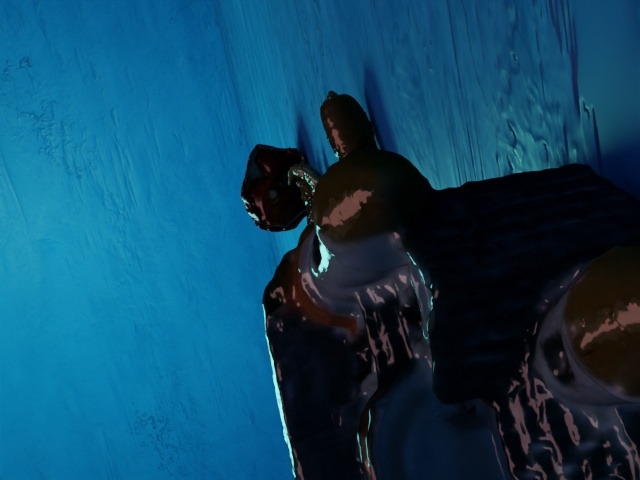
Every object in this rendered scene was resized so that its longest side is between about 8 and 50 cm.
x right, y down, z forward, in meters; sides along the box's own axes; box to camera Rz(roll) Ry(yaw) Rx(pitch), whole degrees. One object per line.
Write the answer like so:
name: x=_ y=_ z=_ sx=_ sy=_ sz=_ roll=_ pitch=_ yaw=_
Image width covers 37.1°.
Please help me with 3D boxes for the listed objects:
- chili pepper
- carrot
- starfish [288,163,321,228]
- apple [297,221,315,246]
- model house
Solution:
chili pepper: x=-0.071 y=-0.086 z=1.668 sx=0.144 sy=0.136 sz=0.252 roll=48 pitch=180 yaw=3
carrot: x=0.057 y=-0.042 z=0.957 sx=0.049 sy=0.049 sz=0.254 roll=94 pitch=156 yaw=-70
starfish: x=0.002 y=0.000 z=1.425 sx=0.238 sy=0.071 sz=0.216 roll=-97 pitch=-8 yaw=-53
apple: x=0.009 y=0.016 z=1.296 sx=0.089 sy=0.074 sz=0.089 roll=3 pitch=-90 yaw=-72
model house: x=0.082 y=0.061 z=0.442 sx=0.291 sy=0.184 sz=0.253 roll=106 pitch=153 yaw=-68
